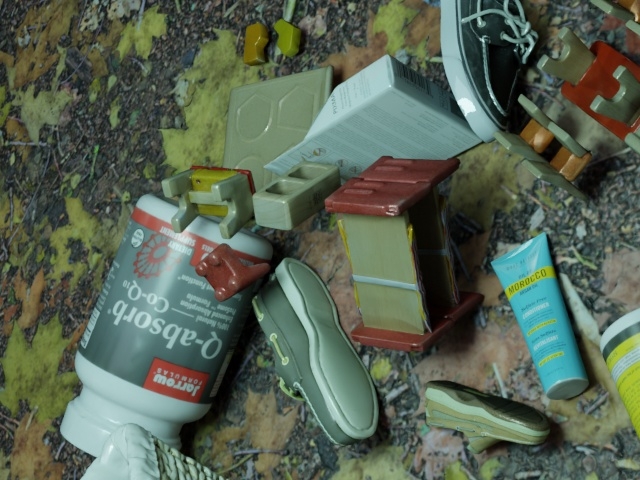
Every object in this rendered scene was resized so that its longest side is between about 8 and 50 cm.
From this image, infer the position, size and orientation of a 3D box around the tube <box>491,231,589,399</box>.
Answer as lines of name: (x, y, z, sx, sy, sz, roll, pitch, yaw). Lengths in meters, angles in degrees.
tube: (0.269, 0.092, 1.653, 0.080, 0.052, 0.207, -28, 53, 19)

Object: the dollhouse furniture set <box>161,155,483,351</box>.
dollhouse furniture set: (0.000, 0.000, 1.752, 0.374, 0.152, 0.201, 7, 119, 35)

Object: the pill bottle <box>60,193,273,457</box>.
pill bottle: (-0.225, 0.134, 1.952, 0.210, 0.210, 0.363, 24, 93, 42)

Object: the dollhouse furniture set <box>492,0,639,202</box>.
dollhouse furniture set: (0.374, -0.156, 1.608, 0.262, 0.135, 0.259, -55, 38, 13)

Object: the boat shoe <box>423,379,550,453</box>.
boat shoe: (0.201, 0.226, 1.662, 0.190, 0.068, 0.072, 16, 99, 52)

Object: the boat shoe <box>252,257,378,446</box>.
boat shoe: (-0.012, 0.160, 1.832, 0.091, 0.109, 0.305, -44, 47, 23)

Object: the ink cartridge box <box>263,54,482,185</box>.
ink cartridge box: (0.067, -0.136, 1.798, 0.232, 0.189, 0.066, -25, 55, 37)

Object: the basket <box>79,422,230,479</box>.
basket: (-0.216, 0.477, 1.738, 0.331, 0.266, 0.328, -54, 24, 15)

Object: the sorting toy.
sorting toy: (-0.059, -0.186, 2.029, 0.229, 0.041, 0.307, -9, 71, 44)

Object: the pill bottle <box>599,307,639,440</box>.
pill bottle: (0.392, 0.178, 1.466, 0.119, 0.119, 0.208, -35, 56, 28)

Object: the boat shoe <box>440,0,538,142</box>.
boat shoe: (0.225, -0.268, 1.759, 0.105, 0.113, 0.306, -22, 48, 28)
